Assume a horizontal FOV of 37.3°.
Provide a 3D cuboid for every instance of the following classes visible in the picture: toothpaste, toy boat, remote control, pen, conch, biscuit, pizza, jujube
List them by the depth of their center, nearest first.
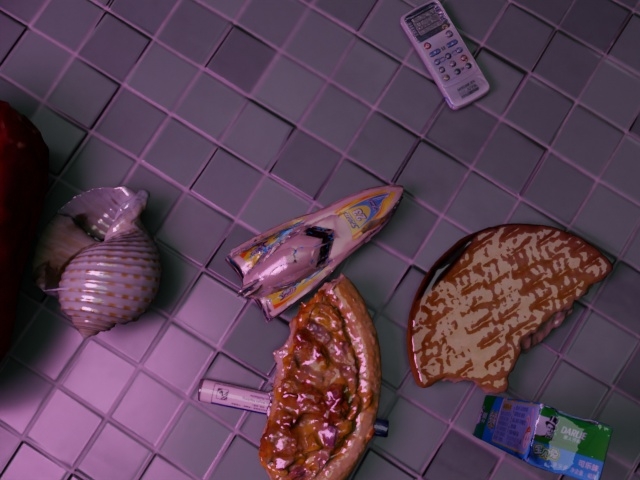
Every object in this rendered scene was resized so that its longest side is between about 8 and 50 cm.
[{"bbox_3d":[0.195,0.177,0.870,0.065,0.266,0.050,16,83,3],"label":"toothpaste"},{"bbox_3d":[-0.377,0.013,0.915,0.223,0.223,0.318,17,76,2],"label":"jujube"},{"bbox_3d":[0.001,0.157,0.955,0.127,0.058,0.246,24,80,3],"label":"pizza"},{"bbox_3d":[-0.226,0.026,0.975,0.135,0.102,0.153,8,49,9],"label":"conch"},{"bbox_3d":[-0.028,0.177,0.993,0.204,0.025,0.025,12,83,1],"label":"pen"},{"bbox_3d":[0.000,0.000,0.996,0.210,0.066,0.084,-34,85,-5],"label":"toy boat"},{"bbox_3d":[0.200,0.070,1.004,0.229,0.031,0.176,-8,83,-3],"label":"biscuit"},{"bbox_3d":[0.137,-0.205,1.046,0.053,0.018,0.124,-28,83,-4],"label":"remote control"}]
